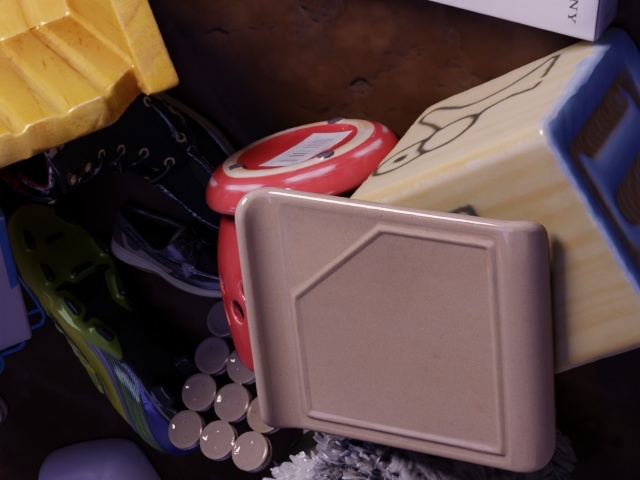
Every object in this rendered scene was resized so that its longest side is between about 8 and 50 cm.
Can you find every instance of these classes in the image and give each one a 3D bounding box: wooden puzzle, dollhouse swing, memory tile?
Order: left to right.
[{"bbox_3d":[-0.346,-0.228,1.519,0.315,0.347,0.305,40,148,60],"label":"dollhouse swing"},{"bbox_3d":[-0.074,0.133,1.800,0.113,0.148,0.012,13,168,30],"label":"memory tile"},{"bbox_3d":[0.061,0.064,1.490,0.239,0.044,0.221,6,123,20],"label":"wooden puzzle"}]

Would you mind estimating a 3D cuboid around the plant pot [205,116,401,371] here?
[{"bbox_3d":[0.000,0.000,1.633,0.191,0.191,0.174,-6,110,32],"label":"plant pot"}]

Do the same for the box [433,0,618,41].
[{"bbox_3d":[0.078,-0.296,1.473,0.322,0.058,0.232,16,127,18],"label":"box"}]

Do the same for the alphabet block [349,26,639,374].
[{"bbox_3d":[0.171,-0.020,1.520,0.197,0.192,0.193,-21,107,38],"label":"alphabet block"}]

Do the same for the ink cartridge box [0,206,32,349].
[{"bbox_3d":[-0.398,-0.035,1.713,0.198,0.197,0.270,90,156,-56],"label":"ink cartridge box"}]

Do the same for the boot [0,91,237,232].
[{"bbox_3d":[-0.177,-0.066,1.686,0.236,0.178,0.085,47,130,-5],"label":"boot"}]

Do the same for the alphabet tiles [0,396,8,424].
[{"bbox_3d":[-0.465,0.126,2.080,0.284,0.021,0.278,41,131,-1],"label":"alphabet tiles"}]

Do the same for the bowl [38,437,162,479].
[{"bbox_3d":[-0.224,0.279,2.027,0.142,0.053,0.142,-14,112,37],"label":"bowl"}]

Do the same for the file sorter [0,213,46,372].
[{"bbox_3d":[-0.341,0.073,1.879,0.118,0.170,0.104,-20,112,37],"label":"file sorter"}]

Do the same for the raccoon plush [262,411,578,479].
[{"bbox_3d":[0.063,0.297,1.674,0.216,0.446,0.299,15,135,-21],"label":"raccoon plush"}]

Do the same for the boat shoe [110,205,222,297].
[{"bbox_3d":[-0.127,0.009,1.791,0.152,0.056,0.049,16,132,19],"label":"boat shoe"}]

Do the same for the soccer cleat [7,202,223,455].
[{"bbox_3d":[-0.211,0.093,1.872,0.289,0.093,0.121,50,139,-7],"label":"soccer cleat"}]
